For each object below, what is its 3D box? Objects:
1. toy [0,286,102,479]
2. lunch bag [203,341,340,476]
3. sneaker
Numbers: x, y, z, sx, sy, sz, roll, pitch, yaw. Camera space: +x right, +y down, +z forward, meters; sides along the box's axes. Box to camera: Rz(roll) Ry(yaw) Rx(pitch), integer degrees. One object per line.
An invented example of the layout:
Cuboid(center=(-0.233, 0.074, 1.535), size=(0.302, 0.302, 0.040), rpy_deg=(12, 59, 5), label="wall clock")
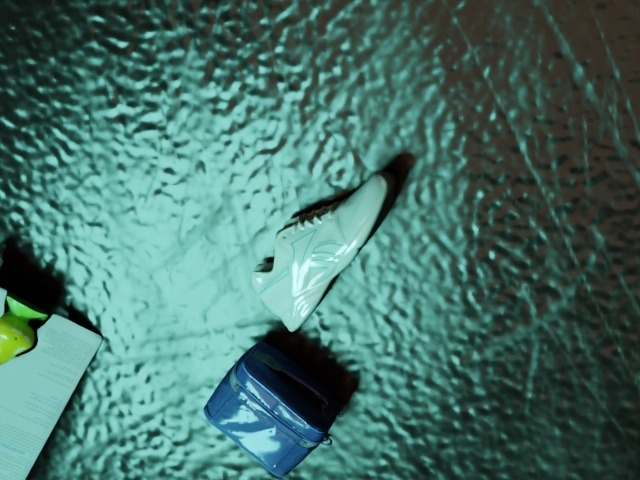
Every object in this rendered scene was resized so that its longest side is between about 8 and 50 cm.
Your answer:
Cuboid(center=(-0.295, 0.148, 1.406), size=(0.137, 0.056, 0.237), rpy_deg=(29, 94, -24), label="toy")
Cuboid(center=(-0.032, 0.131, 1.352), size=(0.098, 0.067, 0.065), rpy_deg=(38, 115, 0), label="lunch bag")
Cuboid(center=(0.000, 0.000, 1.304), size=(0.061, 0.054, 0.152), rpy_deg=(40, 115, 3), label="sneaker")
